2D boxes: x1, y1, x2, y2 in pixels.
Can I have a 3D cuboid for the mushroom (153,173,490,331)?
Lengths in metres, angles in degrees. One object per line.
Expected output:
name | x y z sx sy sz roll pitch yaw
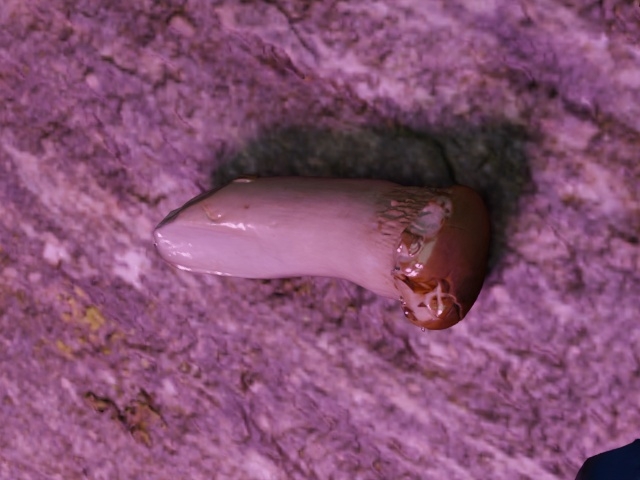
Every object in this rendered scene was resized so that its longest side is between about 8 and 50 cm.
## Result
mushroom | 0.000 0.000 0.937 0.209 0.071 0.084 7 134 29

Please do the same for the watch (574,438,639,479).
watch | 0.265 0.238 0.770 0.275 0.241 0.305 -14 112 17
